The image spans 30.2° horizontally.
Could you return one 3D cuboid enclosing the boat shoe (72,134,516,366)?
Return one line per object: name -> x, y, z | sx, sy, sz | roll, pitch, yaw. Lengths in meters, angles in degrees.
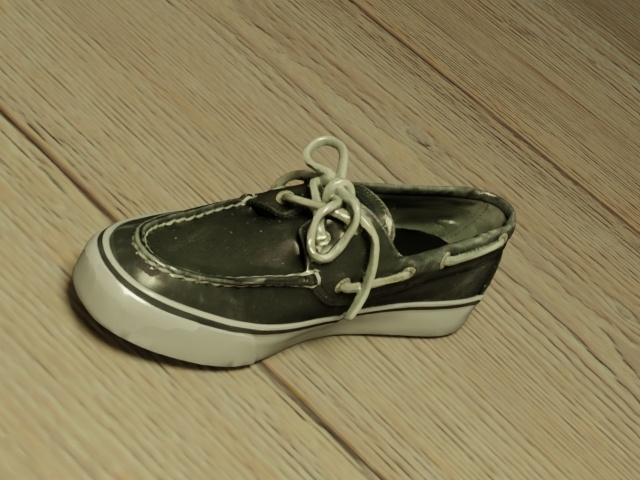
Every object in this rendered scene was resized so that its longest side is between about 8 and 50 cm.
boat shoe -> 0.002, 0.003, 0.717 | 0.306, 0.105, 0.113 | 5, 40, -37
